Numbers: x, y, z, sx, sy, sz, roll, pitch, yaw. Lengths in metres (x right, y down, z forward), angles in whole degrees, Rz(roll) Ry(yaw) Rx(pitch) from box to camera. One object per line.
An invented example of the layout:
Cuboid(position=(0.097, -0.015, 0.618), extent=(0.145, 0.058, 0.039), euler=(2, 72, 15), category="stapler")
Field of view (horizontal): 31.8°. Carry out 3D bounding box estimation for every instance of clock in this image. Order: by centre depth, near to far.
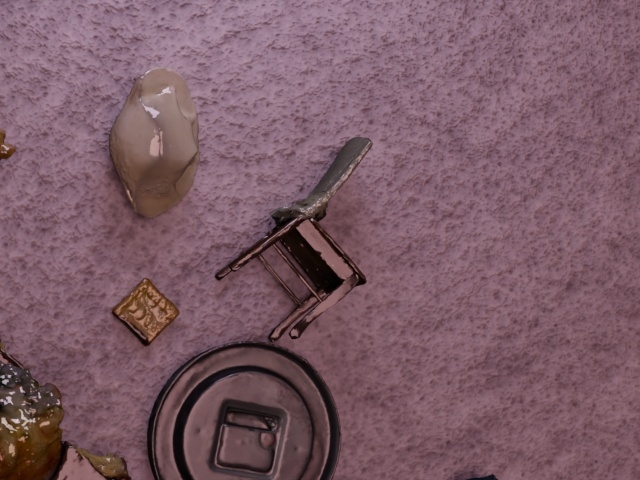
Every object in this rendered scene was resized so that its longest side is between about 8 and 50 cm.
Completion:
Cuboid(position=(-0.124, 0.321, 1.822), extent=(0.319, 0.066, 0.318), euler=(2, 85, -21), category="clock")

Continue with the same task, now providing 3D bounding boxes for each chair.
Cuboid(position=(0.000, 0.000, 1.846), extent=(0.319, 0.160, 0.186), euler=(-42, 96, -17), category="chair")

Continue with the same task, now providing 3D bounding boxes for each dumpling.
Cuboid(position=(-0.249, -0.151, 1.788), extent=(0.166, 0.126, 0.215), euler=(-7, 79, -48), category="dumpling")

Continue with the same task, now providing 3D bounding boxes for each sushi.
Cuboid(position=(-0.473, 0.263, 1.475), extent=(0.274, 0.139, 0.184), euler=(-21, 51, -30), category="sushi")

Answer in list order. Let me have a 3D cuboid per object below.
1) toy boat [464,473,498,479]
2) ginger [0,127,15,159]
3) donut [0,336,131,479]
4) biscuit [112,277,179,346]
Cuboid(position=(0.232, 0.532, 1.916), extent=(0.122, 0.114, 0.296), euler=(33, 76, -9), category="toy boat")
Cuboid(position=(-0.575, -0.036, 1.666), extent=(0.166, 0.080, 0.333), euler=(25, 75, -6), category="ginger")
Cuboid(position=(-0.469, 0.329, 1.655), extent=(0.259, 0.136, 0.345), euler=(-46, 101, -15), category="donut")
Cuboid(position=(-0.279, 0.115, 1.801), extent=(0.083, 0.018, 0.081), euler=(46, 72, -13), category="biscuit")
